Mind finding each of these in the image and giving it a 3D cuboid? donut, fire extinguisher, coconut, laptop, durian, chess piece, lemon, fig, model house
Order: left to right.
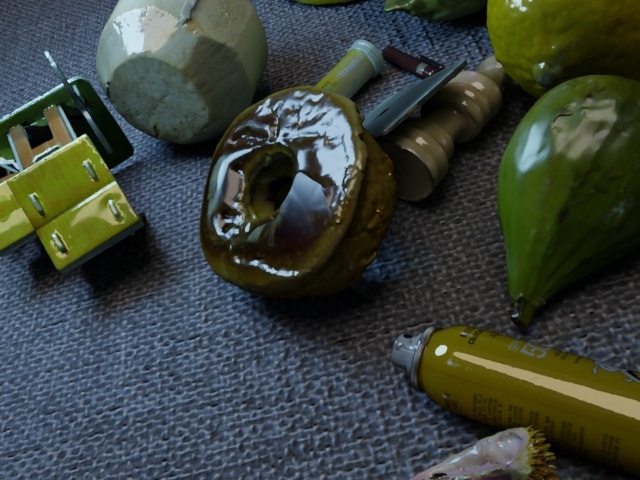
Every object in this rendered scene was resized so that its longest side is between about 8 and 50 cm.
[{"bbox_3d":[-0.454,-0.101,1.195,0.300,0.340,0.324,-33,49,-7],"label":"model house"},{"bbox_3d":[-0.250,-0.342,1.371,0.322,0.323,0.323,-11,46,12],"label":"coconut"},{"bbox_3d":[-0.033,-0.055,1.060,0.330,0.160,0.330,-22,53,32],"label":"donut"},{"bbox_3d":[0.103,-0.197,1.177,0.187,0.015,0.269,-42,12,-18],"label":"laptop"},{"bbox_3d":[0.182,-0.318,1.352,0.049,0.035,0.173,-4,31,-38],"label":"fire extinguisher"},{"bbox_3d":[0.212,-0.199,1.172,0.124,0.139,0.307,44,66,6],"label":"chess piece"},{"bbox_3d":[0.164,0.255,0.752,0.182,0.132,0.165,-55,26,18],"label":"durian"},{"bbox_3d":[0.319,-0.067,0.923,0.233,0.233,0.314,28,58,38],"label":"fig"},{"bbox_3d":[0.409,-0.359,1.099,0.336,0.336,0.336,-11,46,12],"label":"lemon"}]

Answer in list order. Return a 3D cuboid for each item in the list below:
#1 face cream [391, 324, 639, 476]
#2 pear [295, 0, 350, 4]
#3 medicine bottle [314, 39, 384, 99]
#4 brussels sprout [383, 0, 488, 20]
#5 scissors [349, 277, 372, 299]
[{"bbox_3d":[0.240,0.168,0.825,0.348,0.105,0.105,13,55,32],"label":"face cream"},{"bbox_3d":[0.053,-0.687,1.628,0.386,0.191,0.340,-14,46,10],"label":"pear"},{"bbox_3d":[0.022,-0.268,1.341,0.074,0.074,0.218,26,65,37],"label":"medicine bottle"},{"bbox_3d":[0.244,-0.609,1.382,0.361,0.343,0.425,-24,54,-33],"label":"brussels sprout"},{"bbox_3d":[0.000,0.000,1.136,0.109,0.022,0.300,-36,47,-7],"label":"scissors"}]
